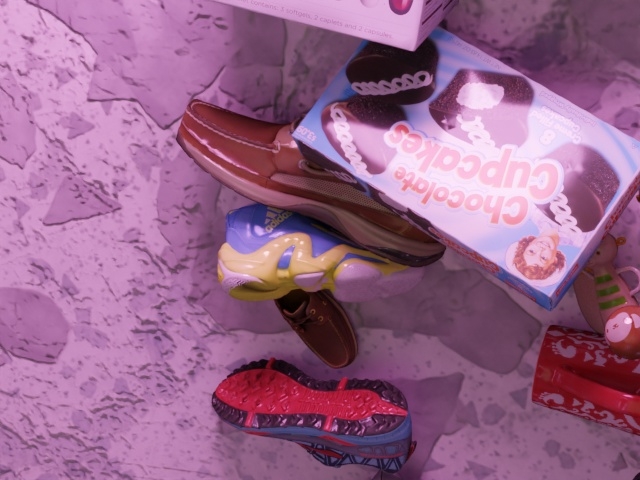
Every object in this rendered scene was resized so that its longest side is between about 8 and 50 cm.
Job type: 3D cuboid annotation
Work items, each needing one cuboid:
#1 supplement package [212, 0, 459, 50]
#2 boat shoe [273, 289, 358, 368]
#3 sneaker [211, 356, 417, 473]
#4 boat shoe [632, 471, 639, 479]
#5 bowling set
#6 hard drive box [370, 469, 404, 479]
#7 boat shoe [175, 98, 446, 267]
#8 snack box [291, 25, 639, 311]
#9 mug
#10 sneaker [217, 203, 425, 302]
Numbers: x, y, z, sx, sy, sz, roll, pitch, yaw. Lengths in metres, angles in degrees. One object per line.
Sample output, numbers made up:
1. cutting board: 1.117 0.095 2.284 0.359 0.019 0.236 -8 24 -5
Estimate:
1. supplement package: 0.007 -0.312 1.568 0.262 0.204 0.145 15 115 11
2. boat shoe: -0.021 0.080 1.825 0.064 0.060 0.178 -27 102 25
3. sneaker: -0.011 0.226 1.858 0.262 0.104 0.125 9 138 29
4. boat shoe: 0.490 0.245 1.709 0.306 0.105 0.113 -22 94 2
5. bowling set: 0.342 0.019 1.583 0.287 0.200 0.154 -19 95 32
6. hard drive box: 0.122 0.409 1.879 0.232 0.089 0.181 30 118 -11
7. boat shoe: 0.005 -0.089 1.722 0.324 0.122 0.120 24 112 -2
8. snack box: 0.154 -0.090 1.599 0.322 0.060 0.187 33 79 18
9. mug: 0.323 0.148 1.708 0.169 0.150 0.113 13 72 17
10. sneaker: 0.000 0.000 1.760 0.240 0.126 0.091 1 156 -19
